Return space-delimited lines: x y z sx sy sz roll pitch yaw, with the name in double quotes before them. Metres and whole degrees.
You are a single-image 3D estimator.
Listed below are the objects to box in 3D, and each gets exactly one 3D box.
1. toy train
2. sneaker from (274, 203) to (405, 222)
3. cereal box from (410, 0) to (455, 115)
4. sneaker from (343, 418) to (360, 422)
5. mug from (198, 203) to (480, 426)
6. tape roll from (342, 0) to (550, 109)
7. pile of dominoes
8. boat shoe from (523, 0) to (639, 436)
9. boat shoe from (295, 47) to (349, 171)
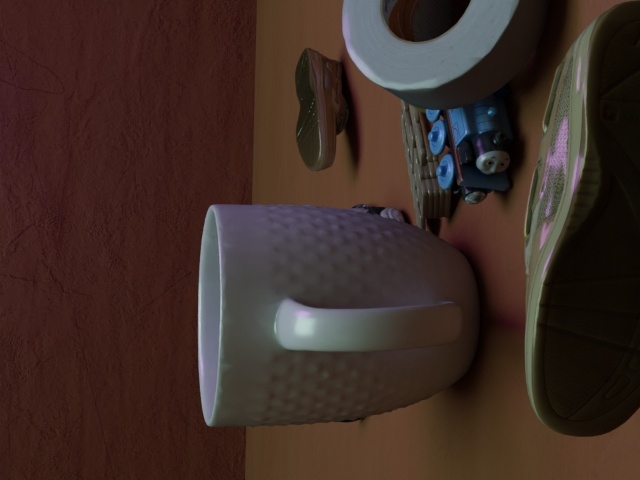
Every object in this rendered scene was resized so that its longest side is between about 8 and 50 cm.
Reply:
"toy train" 0.176 -0.136 1.035 0.105 0.080 0.184 122 148 -55
"sneaker" 0.000 0.000 1.503 0.366 0.210 0.137 176 96 -78
"cereal box" 0.118 -0.295 1.128 0.047 0.173 0.240 -7 76 33
"sneaker" 0.060 0.276 1.578 0.144 0.053 0.059 116 153 -44
"mug" 0.031 0.093 1.081 0.374 0.328 0.276 175 96 -77
"tape roll" 0.132 -0.256 0.960 0.219 0.072 0.219 -9 75 33
"pile of dominoes" 0.146 -0.137 1.258 0.196 0.040 0.251 82 -177 -52
"boat shoe" 0.227 -0.014 0.722 0.110 0.122 0.340 180 102 -82
"boat shoe" 0.012 -0.258 1.753 0.109 0.098 0.302 124 149 -44
